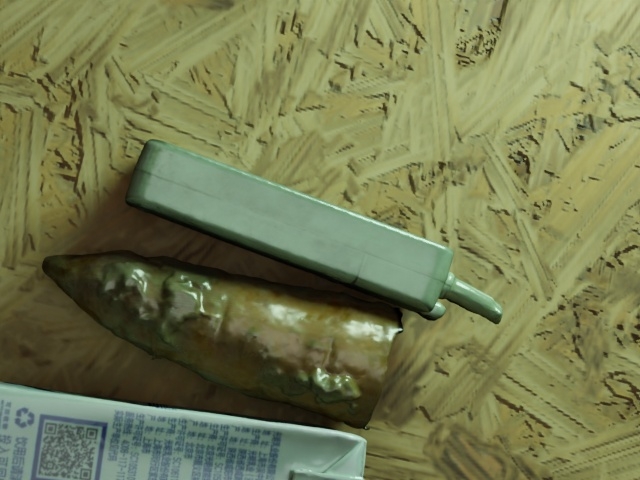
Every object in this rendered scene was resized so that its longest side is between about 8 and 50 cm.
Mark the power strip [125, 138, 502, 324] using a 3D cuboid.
[{"bbox_3d":[0.000,0.000,1.315,0.288,0.093,0.053,20,86,-6],"label":"power strip"}]

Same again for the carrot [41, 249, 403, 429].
[{"bbox_3d":[-0.074,0.056,1.305,0.263,0.102,0.102,18,84,-5],"label":"carrot"}]

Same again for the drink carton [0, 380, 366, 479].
[{"bbox_3d":[-0.132,0.165,1.269,0.315,0.130,0.107,9,87,-8],"label":"drink carton"}]
